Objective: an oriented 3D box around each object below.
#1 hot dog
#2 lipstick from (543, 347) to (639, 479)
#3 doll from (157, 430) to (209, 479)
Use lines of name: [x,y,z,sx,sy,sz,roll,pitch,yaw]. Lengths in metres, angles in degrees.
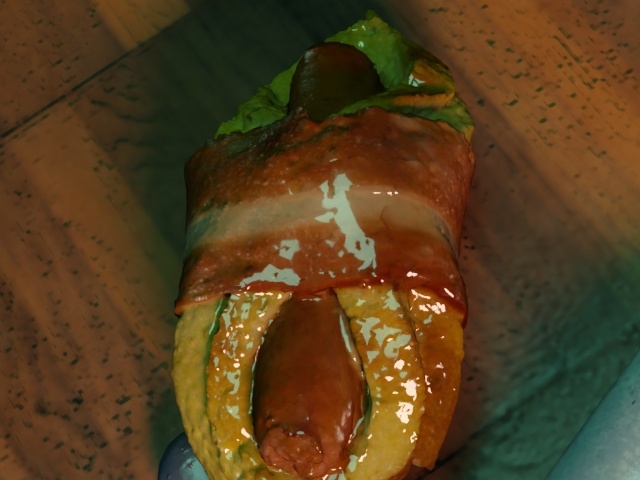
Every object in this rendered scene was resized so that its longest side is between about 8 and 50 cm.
hot dog: [0.002,-0.004,0.754,0.123,0.093,0.262,-8,53,13]
lipstick: [0.165,0.052,0.734,0.068,0.061,0.274,34,76,31]
doll: [-0.012,0.075,0.779,0.125,0.027,0.037,-29,65,-6]
